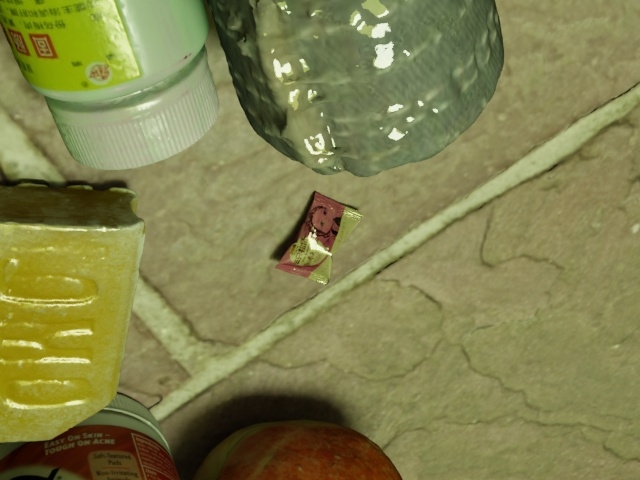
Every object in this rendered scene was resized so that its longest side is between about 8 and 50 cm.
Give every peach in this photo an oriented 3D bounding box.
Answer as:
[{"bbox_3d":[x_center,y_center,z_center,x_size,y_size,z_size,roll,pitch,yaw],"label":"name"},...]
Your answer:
[{"bbox_3d":[-0.011,0.298,1.057,0.257,0.232,0.232,21,112,-26],"label":"peach"}]

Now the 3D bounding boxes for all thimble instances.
[{"bbox_3d":[0.016,-0.171,0.729,0.205,0.236,0.172,-5,134,19],"label":"thimble"}]

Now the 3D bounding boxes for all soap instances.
[{"bbox_3d":[-0.237,0.065,0.883,0.140,0.073,0.232,3,123,-21],"label":"soap"}]

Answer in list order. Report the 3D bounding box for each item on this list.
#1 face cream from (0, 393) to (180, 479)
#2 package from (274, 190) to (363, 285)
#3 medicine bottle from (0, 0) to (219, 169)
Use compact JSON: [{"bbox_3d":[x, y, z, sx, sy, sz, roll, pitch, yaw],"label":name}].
[{"bbox_3d":[-0.221,0.272,0.962,0.201,0.187,0.201,-12,127,-17],"label":"face cream"},{"bbox_3d":[0.000,0.000,0.976,0.059,0.029,0.083,22,102,-27],"label":"package"},{"bbox_3d":[-0.155,-0.173,0.709,0.139,0.139,0.225,-22,129,-9],"label":"medicine bottle"}]
